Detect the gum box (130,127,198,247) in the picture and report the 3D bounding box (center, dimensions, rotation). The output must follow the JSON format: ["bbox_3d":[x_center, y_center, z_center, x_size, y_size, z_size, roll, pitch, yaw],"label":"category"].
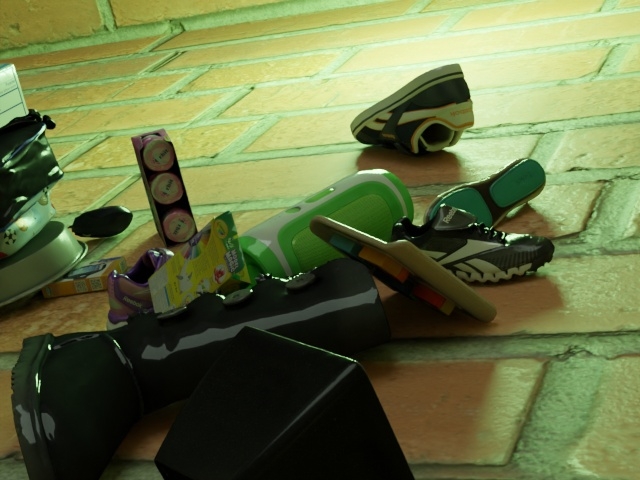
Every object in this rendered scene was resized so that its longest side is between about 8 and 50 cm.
[{"bbox_3d":[-0.265,-0.095,2.152,0.062,0.188,0.107,-17,20,-10],"label":"gum box"}]

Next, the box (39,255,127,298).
[{"bbox_3d":[-0.389,0.060,2.053,0.136,0.028,0.081,-7,20,13],"label":"box"}]

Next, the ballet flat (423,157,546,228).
[{"bbox_3d":[0.236,-0.051,1.905,0.248,0.086,0.086,-24,22,-30],"label":"ballet flat"}]

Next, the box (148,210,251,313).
[{"bbox_3d":[-0.159,0.048,1.718,0.043,0.105,0.179,16,-45,-40],"label":"box"}]

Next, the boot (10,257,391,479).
[{"bbox_3d":[-0.127,0.155,1.500,0.445,0.146,0.367,-11,21,-7],"label":"boot"}]

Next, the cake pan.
[{"bbox_3d":[-0.532,0.044,2.104,0.293,0.054,0.293,-17,18,6],"label":"cake pan"}]

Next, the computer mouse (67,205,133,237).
[{"bbox_3d":[-0.447,-0.009,2.252,0.242,0.041,0.071,-17,-18,7],"label":"computer mouse"}]

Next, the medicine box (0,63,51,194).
[{"bbox_3d":[-0.689,-0.168,2.470,0.149,0.289,0.263,-3,22,26],"label":"medicine box"}]

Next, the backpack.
[{"bbox_3d":[-0.579,-0.078,2.079,0.263,0.213,0.276,-3,20,18],"label":"backpack"}]

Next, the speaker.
[{"bbox_3d":[0.000,0.000,1.821,0.131,0.131,0.296,8,29,45],"label":"speaker"}]

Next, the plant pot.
[{"bbox_3d":[-0.043,0.219,1.214,0.167,0.188,0.187,-40,31,-27],"label":"plant pot"}]

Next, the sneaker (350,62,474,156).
[{"bbox_3d":[0.163,-0.207,2.307,0.126,0.127,0.321,-18,-5,-29],"label":"sneaker"}]

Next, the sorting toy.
[{"bbox_3d":[0.099,0.041,1.618,0.208,0.193,0.038,16,73,57],"label":"sorting toy"}]

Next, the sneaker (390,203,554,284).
[{"bbox_3d":[0.197,0.001,1.725,0.234,0.106,0.078,-4,23,23],"label":"sneaker"}]

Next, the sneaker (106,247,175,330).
[{"bbox_3d":[-0.212,0.053,1.849,0.236,0.105,0.095,-24,21,-29],"label":"sneaker"}]
